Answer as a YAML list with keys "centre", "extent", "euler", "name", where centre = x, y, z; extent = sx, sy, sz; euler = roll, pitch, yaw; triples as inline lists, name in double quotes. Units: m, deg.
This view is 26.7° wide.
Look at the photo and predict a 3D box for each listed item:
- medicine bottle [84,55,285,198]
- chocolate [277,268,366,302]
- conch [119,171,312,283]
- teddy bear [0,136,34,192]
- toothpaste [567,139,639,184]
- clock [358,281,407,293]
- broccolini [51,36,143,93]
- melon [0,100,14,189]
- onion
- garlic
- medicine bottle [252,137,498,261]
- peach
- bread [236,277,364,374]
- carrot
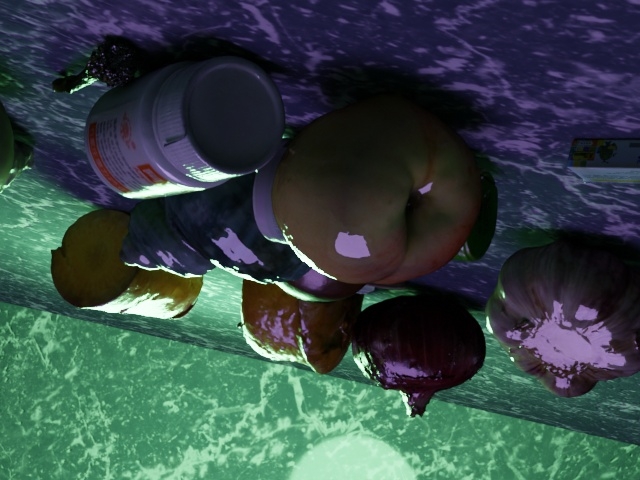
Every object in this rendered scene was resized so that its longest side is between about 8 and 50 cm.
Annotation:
- centre: [-0.152, -0.123, 1.479]
  extent: [0.144, 0.144, 0.252]
  euler: [21, 164, -28]
  name: "medicine bottle"
- centre: [0.000, 0.000, 1.867]
  extent: [0.177, 0.176, 0.177]
  euler: [14, 168, 3]
  name: "chocolate"
- centre: [-0.142, -0.028, 1.776]
  extent: [0.277, 0.220, 0.195]
  euler: [-18, -156, 8]
  name: "conch"
- centre: [-0.601, -0.100, 1.976]
  extent: [0.367, 0.224, 0.357]
  euler: [4, 178, 33]
  name: "teddy bear"
- centre: [0.329, -0.078, 1.358]
  extent: [0.164, 0.034, 0.046]
  euler: [4, 164, 41]
  name: "toothpaste"
- centre: [0.015, 0.039, 2.066]
  extent: [0.244, 0.056, 0.244]
  euler: [13, -174, -1]
  name: "clock"
- centre: [-0.265, -0.190, 1.553]
  extent: [0.054, 0.051, 0.239]
  euler: [-29, -170, -26]
  name: "broccolini"
- centre: [-0.505, -0.131, 1.673]
  extent: [0.223, 0.223, 0.317]
  euler: [12, 173, 12]
  name: "melon"
- centre: [0.168, 0.204, 2.389]
  extent: [0.252, 0.219, 0.252]
  euler: [7, 174, 1]
  name: "onion"
- centre: [0.343, 0.096, 1.819]
  extent: [0.245, 0.160, 0.245]
  euler: [13, 131, 15]
  name: "garlic"
- centre: [0.066, -0.045, 1.593]
  extent: [0.274, 0.133, 0.133]
  euler: [8, 166, 26]
  name: "medicine bottle"
- centre: [0.048, -0.057, 1.418]
  extent: [0.232, 0.232, 0.232]
  euler: [14, 168, 3]
  name: "peach"
- centre: [-0.039, 0.134, 2.409]
  extent: [0.194, 0.179, 0.340]
  euler: [12, 167, 15]
  name: "bread"
- centre: [-0.338, 0.066, 2.448]
  extent: [0.196, 0.196, 0.254]
  euler: [8, 166, 30]
  name: "carrot"
